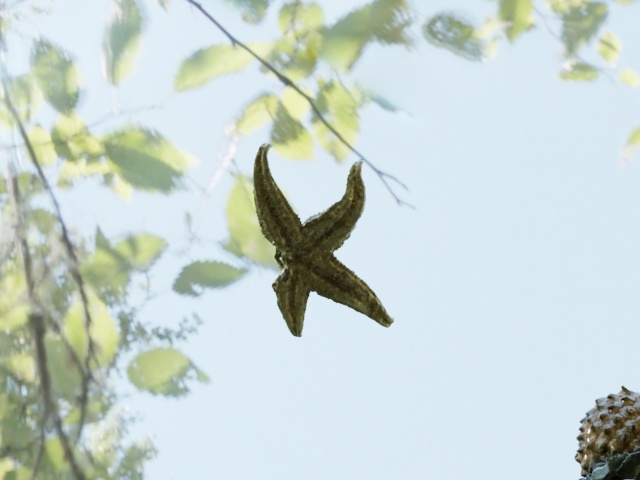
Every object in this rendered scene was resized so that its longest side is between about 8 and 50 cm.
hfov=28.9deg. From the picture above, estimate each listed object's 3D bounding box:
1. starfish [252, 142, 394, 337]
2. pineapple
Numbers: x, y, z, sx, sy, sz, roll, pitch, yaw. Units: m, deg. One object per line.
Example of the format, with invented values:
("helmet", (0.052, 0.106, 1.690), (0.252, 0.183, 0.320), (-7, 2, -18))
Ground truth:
("starfish", (0.002, 0.000, 1.442), (0.138, 0.050, 0.247), (-12, -72, -3))
("pineapple", (0.286, 0.241, 1.166), (0.130, 0.277, 0.119), (18, -64, 16))
